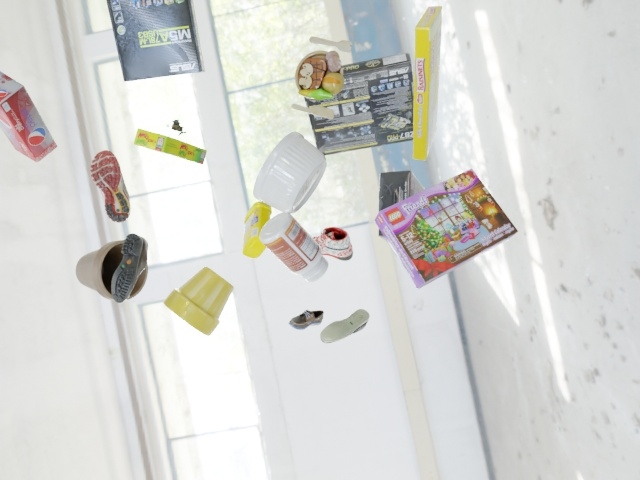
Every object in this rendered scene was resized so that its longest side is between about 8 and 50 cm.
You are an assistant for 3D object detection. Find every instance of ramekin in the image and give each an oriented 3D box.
[{"bbox_3d":[-0.072,-0.167,1.316,0.207,0.109,0.207,-55,-8,-12],"label":"ramekin"}]

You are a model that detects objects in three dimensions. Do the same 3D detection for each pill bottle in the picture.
[{"bbox_3d":[-0.074,0.025,1.537,0.216,0.121,0.121,48,-162,-28],"label":"pill bottle"}]

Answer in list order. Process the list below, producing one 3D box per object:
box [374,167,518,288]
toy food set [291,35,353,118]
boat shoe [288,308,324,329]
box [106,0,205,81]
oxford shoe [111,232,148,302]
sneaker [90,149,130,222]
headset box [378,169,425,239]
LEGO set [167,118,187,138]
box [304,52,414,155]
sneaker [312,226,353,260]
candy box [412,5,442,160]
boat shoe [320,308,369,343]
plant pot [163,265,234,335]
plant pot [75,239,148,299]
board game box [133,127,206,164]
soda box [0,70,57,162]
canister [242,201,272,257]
[{"bbox_3d":[0.306,-0.035,1.238,0.201,0.293,0.057,59,160,17],"label":"box"},{"bbox_3d":[-0.002,-0.407,1.246,0.038,0.132,0.192,-8,-68,-75],"label":"toy food set"},{"bbox_3d":[-0.057,0.315,2.078,0.066,0.183,0.066,38,115,30],"label":"boat shoe"},{"bbox_3d":[-0.379,-0.473,1.177,0.045,0.190,0.184,-85,-11,-76],"label":"box"},{"bbox_3d":[-0.613,0.098,1.665,0.096,0.082,0.227,41,-115,-70],"label":"oxford shoe"},{"bbox_3d":[-0.646,-0.166,1.572,0.093,0.088,0.225,-156,55,-78],"label":"sneaker"},{"bbox_3d":[0.280,-0.096,1.711,0.293,0.110,0.218,28,-117,-63],"label":"headset box"},{"bbox_3d":[-0.407,-0.312,1.427,0.054,0.083,0.023,34,-140,-28],"label":"LEGO set"},{"bbox_3d":[0.152,-0.492,1.873,0.097,0.394,0.318,-88,-14,-49],"label":"box"},{"bbox_3d":[0.001,-0.001,2.102,0.145,0.270,0.090,77,-152,-47],"label":"sneaker"},{"bbox_3d":[0.165,-0.239,0.784,0.105,0.027,0.206,-59,-29,-45],"label":"candy box"},{"bbox_3d":[0.099,0.362,2.058,0.084,0.233,0.079,50,148,28],"label":"boat shoe"},{"bbox_3d":[-0.517,0.252,2.235,0.254,0.239,0.254,34,169,8],"label":"plant pot"},{"bbox_3d":[-0.926,0.127,2.205,0.263,0.229,0.263,0,-90,-61],"label":"plant pot"},{"bbox_3d":[-0.386,-0.242,1.322,0.181,0.092,0.043,5,-79,-71],"label":"board game box"},{"bbox_3d":[-0.834,-0.334,1.404,0.083,0.092,0.263,-56,-9,-27],"label":"soda box"},{"bbox_3d":[-0.225,-0.036,1.793,0.126,0.073,0.170,-49,31,39],"label":"canister"}]
